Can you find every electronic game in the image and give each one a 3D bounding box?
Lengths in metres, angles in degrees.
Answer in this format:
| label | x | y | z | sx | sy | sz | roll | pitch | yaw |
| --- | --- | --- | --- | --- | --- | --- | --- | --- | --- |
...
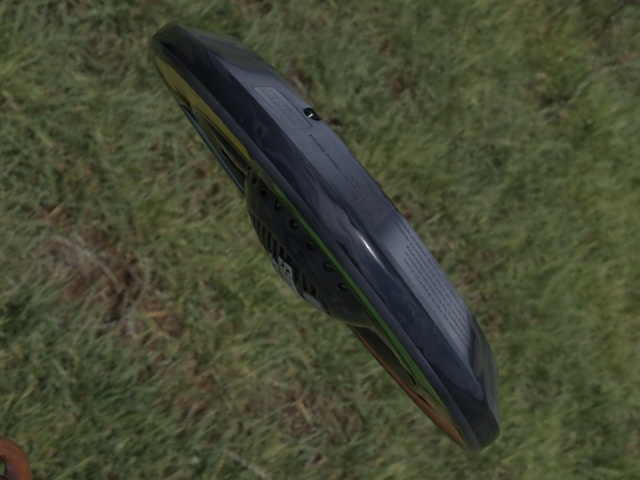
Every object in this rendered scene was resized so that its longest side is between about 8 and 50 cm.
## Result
| label | x | y | z | sx | sy | sz | roll | pitch | yaw |
| --- | --- | --- | --- | --- | --- | --- | --- | --- | --- |
| electronic game | 0.000 | 0.000 | 0.520 | 0.229 | 0.048 | 0.229 | 51 | -5 | 7 |

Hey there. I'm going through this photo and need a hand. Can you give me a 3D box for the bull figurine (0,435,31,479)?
| label | x | y | z | sx | sy | sz | roll | pitch | yaw |
| --- | --- | --- | --- | --- | --- | --- | --- | --- | --- |
| bull figurine | -0.247 | 0.166 | 0.442 | 0.310 | 0.101 | 0.188 | -46 | 141 | -27 |
